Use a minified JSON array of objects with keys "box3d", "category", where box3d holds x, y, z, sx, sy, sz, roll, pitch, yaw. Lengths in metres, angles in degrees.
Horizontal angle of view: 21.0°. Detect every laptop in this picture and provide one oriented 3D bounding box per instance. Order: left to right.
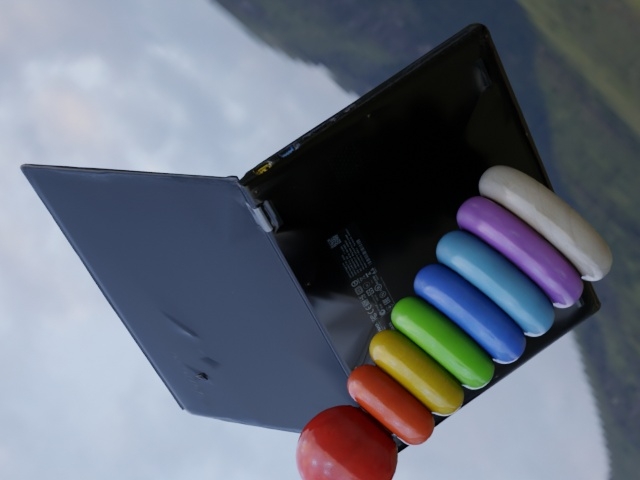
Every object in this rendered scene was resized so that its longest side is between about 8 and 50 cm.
[{"box3d":[0.000,0.000,1.686,0.236,0.408,0.382,48,169,50],"category":"laptop"}]

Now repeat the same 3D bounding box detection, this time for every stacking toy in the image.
[{"box3d":[0.104,0.098,1.517,0.141,0.330,0.141,40,178,2],"category":"stacking toy"}]
